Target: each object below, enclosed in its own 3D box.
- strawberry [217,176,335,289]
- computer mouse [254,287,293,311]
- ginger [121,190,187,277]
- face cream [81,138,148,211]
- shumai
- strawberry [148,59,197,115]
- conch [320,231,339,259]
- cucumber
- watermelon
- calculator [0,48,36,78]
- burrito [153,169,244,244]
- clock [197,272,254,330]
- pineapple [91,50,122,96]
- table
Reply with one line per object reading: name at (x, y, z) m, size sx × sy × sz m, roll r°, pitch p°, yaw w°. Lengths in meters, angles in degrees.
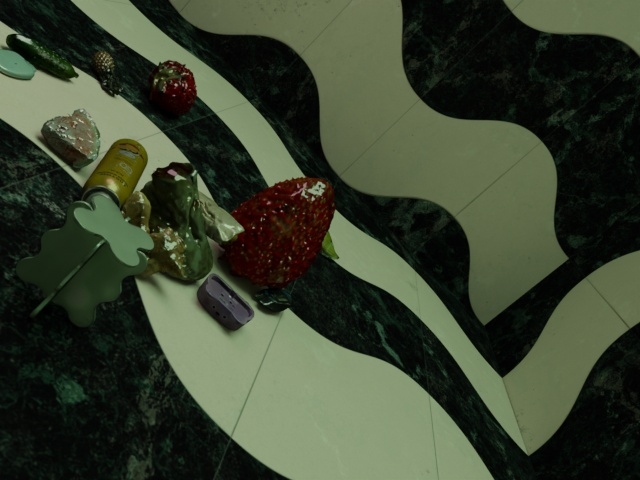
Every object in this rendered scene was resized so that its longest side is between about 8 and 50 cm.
strawberry at (-0.120, -0.033, 1.719) m, size 0.292 × 0.343 × 0.292 m, roll 21°, pitch 39°, yaw -18°
computer mouse at (-0.135, 0.173, 1.747) m, size 0.135 × 0.047 × 0.079 m, roll 8°, pitch 29°, yaw -48°
ginger at (-0.375, -0.009, 1.383) m, size 0.059 × 0.132 × 0.214 m, roll 130°, pitch -49°, yaw -72°
face cream at (-0.495, -0.142, 1.473) m, size 0.105 × 0.105 × 0.349 m, roll 40°, pitch 18°, yaw -22°
shumai at (-0.332, -0.047, 1.501) m, size 0.272 × 0.203 × 0.222 m, roll 45°, pitch 17°, yaw -19°
strawberry at (-0.525, -0.542, 2.224) m, size 0.186 × 0.184 × 0.201 m, roll 17°, pitch -22°, yaw 25°
conch at (0.002, -0.004, 2.470) m, size 0.095 × 0.079 × 0.201 m, roll -22°, pitch 77°, yaw -53°
cucumber at (-0.769, -0.508, 1.714) m, size 0.069 × 0.069 × 0.227 m, roll 56°, pitch 14°, yaw 27°
watermelon at (-0.618, -0.253, 1.501) m, size 0.139 × 0.071 × 0.187 m, roll 19°, pitch 40°, yaw -46°
calculator at (-0.797, -0.458, 1.594) m, size 0.095 × 0.021 × 0.153 m, roll 47°, pitch 20°, yaw -1°
burrito at (-0.333, -0.098, 1.697) m, size 0.117 × 0.076 × 0.392 m, roll 6°, pitch 26°, yaw -47°
clock at (-0.238, 0.159, 1.511) m, size 0.152 × 0.050 × 0.110 m, roll 45°, pitch 16°, yaw -7°
pineapple at (-0.687, -0.535, 1.981) m, size 0.074 × 0.074 × 0.159 m, roll 17°, pitch 43°, yaw -60°
table at (-0.416, 0.045, 1.069) m, size 0.166 × 0.198 × 0.166 m, roll 43°, pitch 17°, yaw -16°
